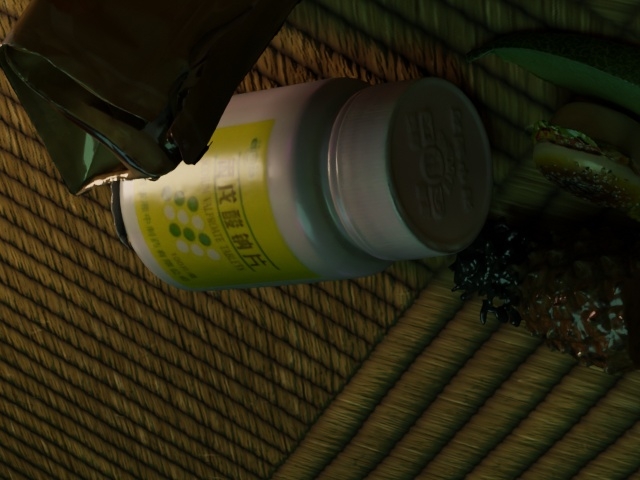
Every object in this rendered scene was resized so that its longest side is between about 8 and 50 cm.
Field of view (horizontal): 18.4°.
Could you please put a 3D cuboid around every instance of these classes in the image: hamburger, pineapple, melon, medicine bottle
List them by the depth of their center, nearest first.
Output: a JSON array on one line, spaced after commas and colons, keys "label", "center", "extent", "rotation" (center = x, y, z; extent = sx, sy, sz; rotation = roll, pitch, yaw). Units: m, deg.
[{"label": "melon", "center": [0.264, -0.162, 1.942], "extent": [0.262, 0.053, 0.114], "rotation": [18, 163, 22]}, {"label": "hamburger", "center": [0.270, -0.081, 1.964], "extent": [0.126, 0.081, 0.141], "rotation": [18, 160, 25]}, {"label": "medicine bottle", "center": [-0.020, -0.060, 2.109], "extent": [0.379, 0.213, 0.213], "rotation": [-7, 131, 40]}, {"label": "pineapple", "center": [0.244, 0.038, 2.125], "extent": [0.279, 0.158, 0.158], "rotation": [21, 146, 35]}]

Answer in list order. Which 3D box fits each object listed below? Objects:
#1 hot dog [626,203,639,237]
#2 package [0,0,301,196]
[{"label": "hot dog", "center": [0.423, 0.003, 1.971], "extent": [0.261, 0.093, 0.123], "rotation": [6, 138, 30]}, {"label": "package", "center": [-0.140, -0.209, 1.925], "extent": [0.165, 0.311, 0.221], "rotation": [8, 138, 31]}]
